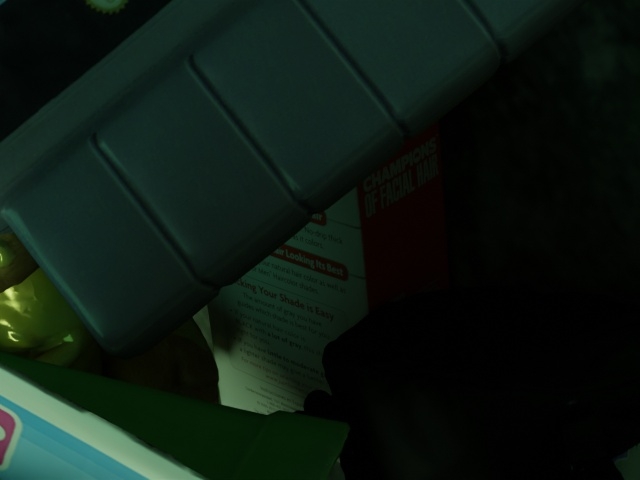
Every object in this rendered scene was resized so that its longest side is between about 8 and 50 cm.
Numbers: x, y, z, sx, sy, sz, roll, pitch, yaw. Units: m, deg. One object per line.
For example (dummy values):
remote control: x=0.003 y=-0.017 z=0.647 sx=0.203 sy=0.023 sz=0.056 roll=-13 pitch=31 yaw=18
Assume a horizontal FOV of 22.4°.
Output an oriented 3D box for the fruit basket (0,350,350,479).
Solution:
fruit basket: x=0.004 y=0.202 z=0.486 sx=0.353 sy=0.165 sz=0.327 roll=34 pitch=142 yaw=6

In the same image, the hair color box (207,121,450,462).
hair color box: x=0.000 y=0.000 z=0.630 sx=0.093 sy=0.053 sz=0.167 roll=19 pitch=128 yaw=39

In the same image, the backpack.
backpack: x=0.086 y=0.109 z=0.564 sx=0.152 sy=0.115 sz=0.182 roll=8 pitch=121 yaw=53

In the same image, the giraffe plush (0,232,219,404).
giraffe plush: x=-0.107 y=-0.008 z=0.596 sx=0.181 sy=0.210 sz=0.170 roll=24 pitch=146 yaw=0

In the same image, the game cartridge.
game cartridge: x=-0.085 y=-0.166 z=0.502 sx=0.355 sy=0.230 sz=0.068 roll=51 pitch=179 yaw=8
